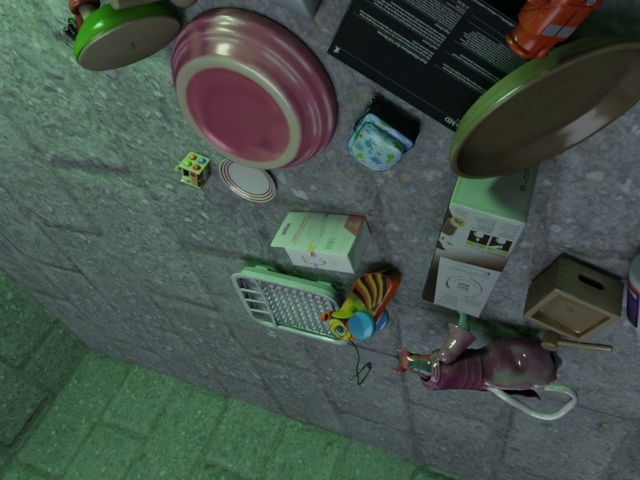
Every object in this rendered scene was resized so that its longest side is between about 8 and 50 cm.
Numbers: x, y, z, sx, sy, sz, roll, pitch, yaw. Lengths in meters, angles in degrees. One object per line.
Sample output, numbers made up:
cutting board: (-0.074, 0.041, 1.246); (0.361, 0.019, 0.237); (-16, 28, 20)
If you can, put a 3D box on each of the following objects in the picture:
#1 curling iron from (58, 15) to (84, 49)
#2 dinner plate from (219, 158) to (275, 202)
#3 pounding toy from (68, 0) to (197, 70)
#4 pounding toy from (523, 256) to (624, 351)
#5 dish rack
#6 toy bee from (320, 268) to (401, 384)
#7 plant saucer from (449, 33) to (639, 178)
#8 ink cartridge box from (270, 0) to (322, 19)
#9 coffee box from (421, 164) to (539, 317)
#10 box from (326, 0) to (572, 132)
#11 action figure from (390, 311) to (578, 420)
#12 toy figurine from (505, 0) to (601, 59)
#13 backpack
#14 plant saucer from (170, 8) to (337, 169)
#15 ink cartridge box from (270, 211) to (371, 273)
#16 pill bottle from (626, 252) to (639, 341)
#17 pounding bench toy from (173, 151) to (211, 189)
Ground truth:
curling iron: (-0.454, -0.449, 0.948); (0.068, 0.035, 0.274); (27, 147, -2)
dinner plate: (-0.164, -0.141, 1.194); (0.141, 0.017, 0.141); (19, 147, 13)
pounding toy: (-0.328, -0.384, 0.865); (0.237, 0.183, 0.110); (-18, 100, 47)
pounding toy: (0.510, 0.145, 1.054); (0.181, 0.094, 0.206); (24, 147, 4)
dish rack: (-0.076, 0.182, 1.530); (0.333, 0.072, 0.285); (12, 144, 21)
toy bee: (0.077, 0.191, 1.306); (0.162, 0.298, 0.195); (26, 180, 26)
plant saucer: (0.295, -0.168, 0.684); (0.278, 0.041, 0.278); (-17, 162, -6)
ink cartridge box: (-0.134, -0.386, 0.662); (0.275, 0.239, 0.060); (26, 104, 1)
coffee box: (0.276, -0.015, 0.928); (0.119, 0.168, 0.297); (18, 145, 13)
box: (0.167, -0.275, 0.704); (0.261, 0.103, 0.184); (30, 144, -7)
action figure: (0.345, 0.314, 1.227); (0.370, 0.275, 0.248); (2, 130, -11)
toy figurine: (0.202, -0.317, 0.525); (0.213, 0.209, 0.148); (30, 140, -4)
backpack: (0.100, -0.171, 0.909); (0.105, 0.084, 0.114); (33, 149, -6)
plant saucer: (-0.136, -0.250, 0.963); (0.332, 0.084, 0.332); (18, 145, 13)
ink cartridge box: (0.000, 0.000, 1.186); (0.198, 0.115, 0.067); (7, 143, 28)
pill bottle: (0.605, 0.110, 0.929); (0.108, 0.108, 0.193); (4, 141, 31)
pounding bench toy: (-0.304, -0.170, 1.216); (0.083, 0.052, 0.065); (23, 147, 6)
